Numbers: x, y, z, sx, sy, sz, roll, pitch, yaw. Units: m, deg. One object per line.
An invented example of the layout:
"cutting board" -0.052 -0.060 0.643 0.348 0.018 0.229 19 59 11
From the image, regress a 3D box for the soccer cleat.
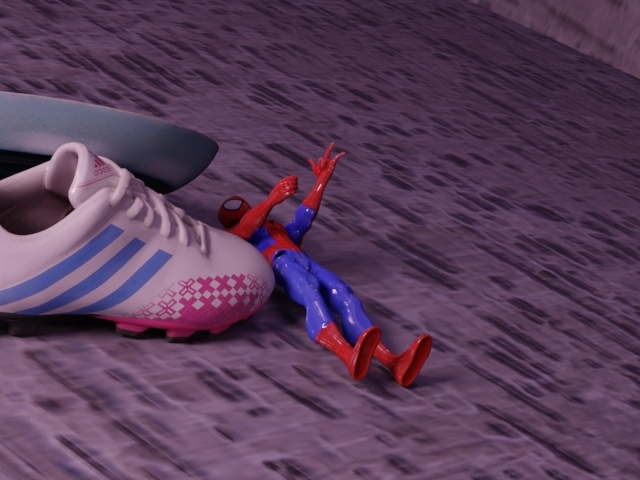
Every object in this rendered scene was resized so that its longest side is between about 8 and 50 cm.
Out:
"soccer cleat" -0.155 -0.003 1.369 0.331 0.143 0.116 0 26 -42

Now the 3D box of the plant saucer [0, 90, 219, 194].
"plant saucer" -0.245 -0.077 1.478 0.317 0.044 0.317 7 -6 1

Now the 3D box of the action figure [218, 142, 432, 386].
"action figure" 0.000 0.000 1.516 0.091 0.139 0.280 14 15 -41
